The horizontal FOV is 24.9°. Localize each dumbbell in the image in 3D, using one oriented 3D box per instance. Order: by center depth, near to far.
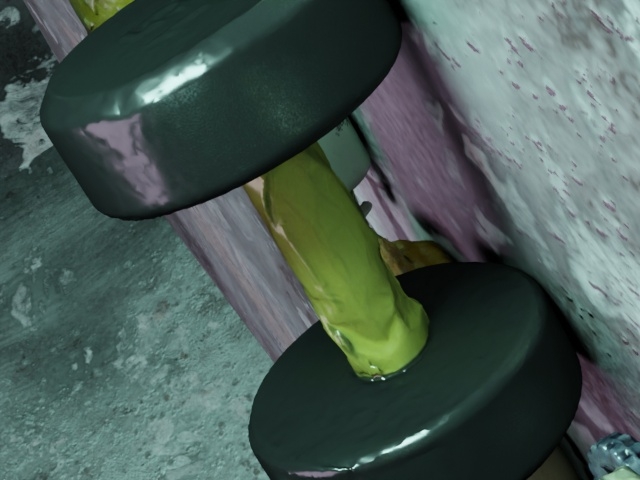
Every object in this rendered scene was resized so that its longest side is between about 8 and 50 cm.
[{"bbox_3d":[0.000,0.000,0.850,0.322,0.204,0.204,59,171,-23],"label":"dumbbell"}]

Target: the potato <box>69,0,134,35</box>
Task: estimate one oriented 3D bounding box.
[{"bbox_3d":[-0.162,-0.233,1.163,0.149,0.113,0.251,42,164,54],"label":"potato"}]

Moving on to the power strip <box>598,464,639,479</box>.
[{"bbox_3d":[0.210,0.161,0.509,0.213,0.064,0.198,48,177,-31],"label":"power strip"}]

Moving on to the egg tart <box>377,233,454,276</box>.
[{"bbox_3d":[0.083,0.041,1.076,0.129,0.049,0.129,54,177,4],"label":"egg tart"}]

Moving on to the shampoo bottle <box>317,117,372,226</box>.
[{"bbox_3d":[-0.034,-0.103,1.048,0.262,0.085,0.085,59,171,-26],"label":"shampoo bottle"}]

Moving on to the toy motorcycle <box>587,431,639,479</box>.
[{"bbox_3d":[0.214,0.170,0.738,0.212,0.084,0.118,24,140,65],"label":"toy motorcycle"}]

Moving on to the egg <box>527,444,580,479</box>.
[{"bbox_3d":[0.099,0.225,1.111,0.269,0.219,0.219,52,173,-19],"label":"egg"}]
